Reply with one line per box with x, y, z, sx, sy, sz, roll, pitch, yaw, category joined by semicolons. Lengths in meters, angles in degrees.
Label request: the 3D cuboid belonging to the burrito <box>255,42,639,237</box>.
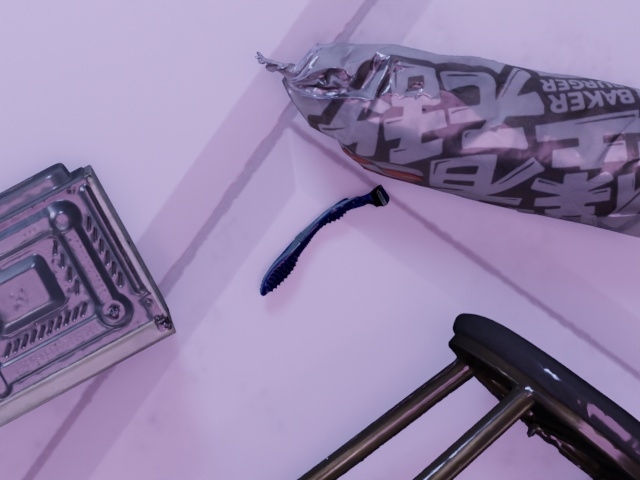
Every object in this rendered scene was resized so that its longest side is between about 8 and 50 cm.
0.149;-0.102;1.732;0.446;0.101;0.139;11;100;-10;burrito

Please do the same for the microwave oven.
-0.279;0.053;1.675;0.240;0.145;0.194;-28;102;-3;microwave oven

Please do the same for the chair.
0.123;0.309;1.660;0.362;0.364;0.410;41;85;-9;chair

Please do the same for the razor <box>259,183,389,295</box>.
-0.002;-0.004;1.762;0.154;0.044;0.028;-39;70;1;razor
